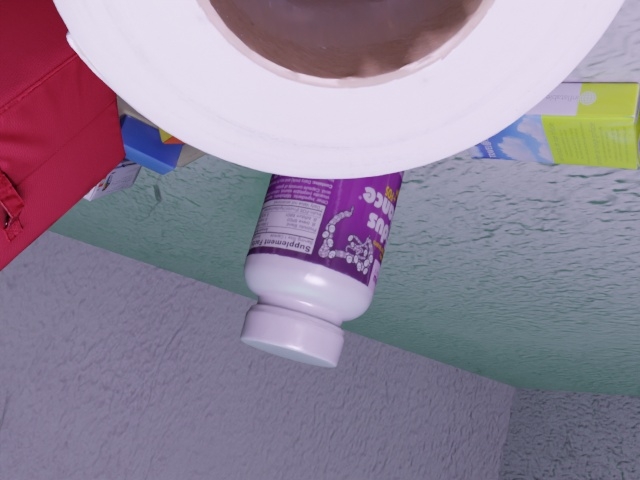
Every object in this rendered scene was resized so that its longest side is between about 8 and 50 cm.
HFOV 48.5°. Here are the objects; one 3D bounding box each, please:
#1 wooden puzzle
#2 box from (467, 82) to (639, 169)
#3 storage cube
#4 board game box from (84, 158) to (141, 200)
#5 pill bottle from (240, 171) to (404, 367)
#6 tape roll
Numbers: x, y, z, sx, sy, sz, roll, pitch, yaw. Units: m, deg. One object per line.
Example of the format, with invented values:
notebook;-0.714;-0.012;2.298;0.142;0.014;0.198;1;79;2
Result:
wooden puzzle;-0.273;-0.182;0.955;0.322;0.080;0.348;24;163;-30
box;0.235;-0.119;0.737;0.178;0.042;0.109;8;163;29
storage cube;-0.316;-0.119;0.651;0.215;0.193;0.183;31;147;10
board game box;-0.432;-0.156;1.039;0.305;0.053;0.193;26;-170;-2
pill bottle;0.000;0.000;0.905;0.169;0.301;0.169;15;165;4
tape roll;0.006;-0.172;0.329;0.246;0.169;0.246;-3;136;-3
